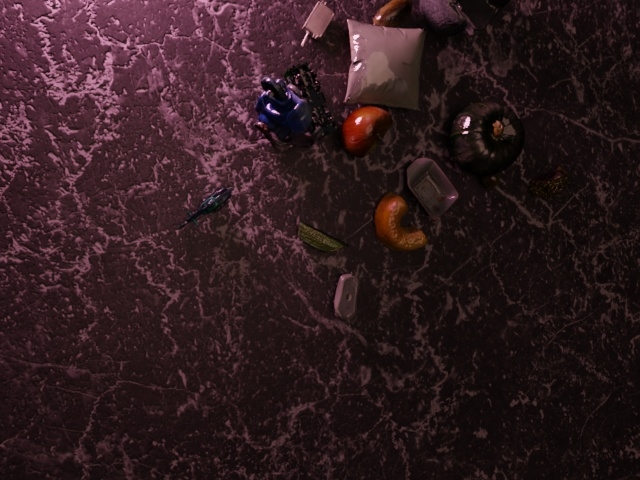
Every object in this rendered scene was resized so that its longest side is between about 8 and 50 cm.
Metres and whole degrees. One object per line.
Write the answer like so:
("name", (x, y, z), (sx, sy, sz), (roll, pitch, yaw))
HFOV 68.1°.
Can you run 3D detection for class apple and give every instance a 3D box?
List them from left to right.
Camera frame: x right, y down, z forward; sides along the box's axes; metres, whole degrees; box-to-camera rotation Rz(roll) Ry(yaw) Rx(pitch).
("apple", (0.162, -0.396, 1.713), (0.160, 0.173, 0.195), (43, 77, -18))

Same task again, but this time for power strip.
("power strip", (-0.020, -0.765, 1.694), (0.075, 0.042, 0.175), (33, 85, -17))

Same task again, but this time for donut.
("donut", (0.298, -0.043, 1.831), (0.152, 0.101, 0.259), (-38, 108, -6))

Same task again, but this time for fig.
("fig", (0.703, -0.261, 1.955), (0.074, 0.074, 0.088), (43, 59, -16))

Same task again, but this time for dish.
("dish", (0.422, -0.212, 1.868), (0.154, 0.064, 0.234), (-43, 106, -10))

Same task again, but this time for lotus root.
("lotus root", (0.273, -0.842, 1.762), (0.179, 0.080, 0.089), (-39, 105, -10))

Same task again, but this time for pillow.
("pillow", (0.238, -0.640, 1.744), (0.310, 0.119, 0.313), (1, 97, -12))

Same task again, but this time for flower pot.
("flower pot", (0.540, -0.894, 1.740), (0.299, 0.283, 0.299), (-1, 93, -18))

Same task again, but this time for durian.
("durian", (1.004, -0.237, 2.031), (0.186, 0.108, 0.119), (-24, 101, -15))

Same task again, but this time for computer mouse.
("computer mouse", (0.097, 0.205, 1.799), (0.089, 0.056, 0.182), (13, 83, -23))

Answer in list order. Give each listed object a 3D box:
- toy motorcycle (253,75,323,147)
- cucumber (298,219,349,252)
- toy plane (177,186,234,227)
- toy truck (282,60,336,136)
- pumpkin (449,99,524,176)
("toy motorcycle", (-0.099, -0.417, 1.551), (0.241, 0.319, 0.182), (14, 87, -11))
("cucumber", (0.000, 0.000, 1.759), (0.220, 0.046, 0.070), (26, 88, -17))
("toy plane", (-0.381, -0.110, 1.602), (0.235, 0.096, 0.060), (-36, 102, 6))
("toy truck", (-0.035, -0.489, 1.669), (0.088, 0.121, 0.259), (-27, 101, -15))
("pumpkin", (0.655, -0.401, 1.854), (0.300, 0.207, 0.300), (1, 86, -19))
